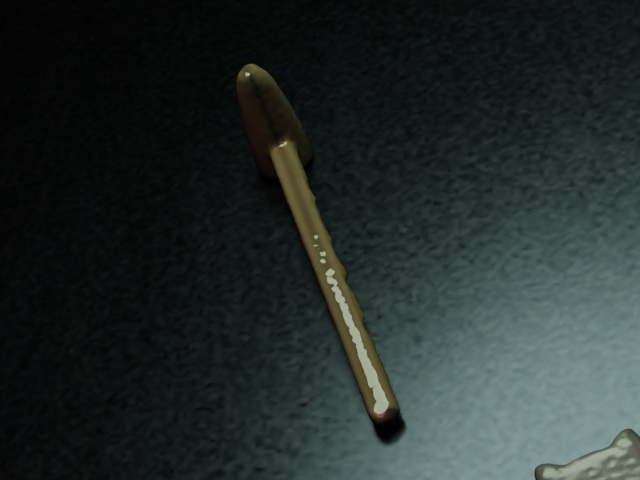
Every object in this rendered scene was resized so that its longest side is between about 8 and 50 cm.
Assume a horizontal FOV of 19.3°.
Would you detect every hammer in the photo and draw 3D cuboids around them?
[{"bbox_3d":[0.000,0.000,0.828,0.028,0.060,0.195,-22,48,-1],"label":"hammer"}]

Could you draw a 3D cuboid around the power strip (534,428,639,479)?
[{"bbox_3d":[0.121,0.132,0.654,0.215,0.061,0.145,-22,37,-1],"label":"power strip"}]
